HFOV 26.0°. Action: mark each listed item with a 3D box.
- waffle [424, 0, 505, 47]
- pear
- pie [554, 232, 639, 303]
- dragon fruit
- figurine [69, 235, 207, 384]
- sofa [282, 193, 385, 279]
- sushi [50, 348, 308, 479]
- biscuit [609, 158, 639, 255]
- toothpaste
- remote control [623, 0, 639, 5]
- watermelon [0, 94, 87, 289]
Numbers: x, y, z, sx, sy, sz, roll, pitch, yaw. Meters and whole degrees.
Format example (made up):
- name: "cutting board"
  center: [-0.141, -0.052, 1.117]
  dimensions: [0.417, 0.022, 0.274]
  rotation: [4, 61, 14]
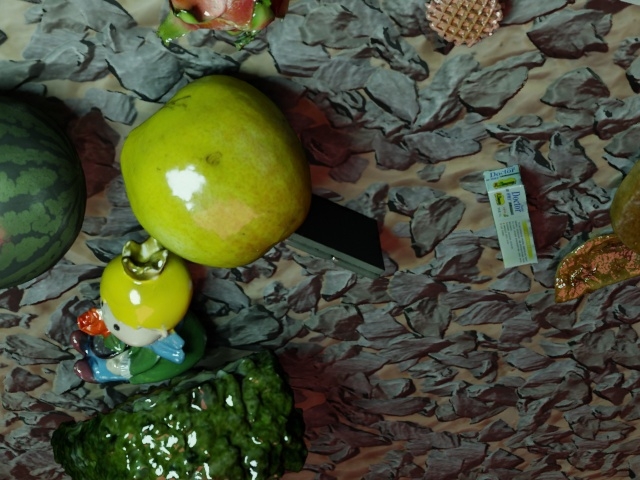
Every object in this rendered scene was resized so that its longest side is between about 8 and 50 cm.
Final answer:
- name: "waffle"
  center: [0.146, -0.232, 1.406]
  dimensions: [0.075, 0.029, 0.083]
  rotation: [-24, 137, 21]
- name: "pear"
  center: [-0.108, -0.066, 1.457]
  dimensions: [0.200, 0.200, 0.200]
  rotation: [-4, 142, -3]
- name: "pie"
  center: [0.383, 0.019, 1.760]
  dimensions: [0.191, 0.033, 0.088]
  rotation: [-16, 130, 0]
- name: "dragon fruit"
  center: [-0.092, -0.241, 1.287]
  dimensions: [0.137, 0.135, 0.236]
  rotation: [-6, 160, -10]
- name: "figurine"
  center: [-0.239, 0.089, 1.702]
  dimensions: [0.185, 0.127, 0.234]
  rotation: [-6, 154, 6]
- name: "sofa"
  center: [0.000, 0.000, 1.639]
  dimensions: [0.147, 0.085, 0.060]
  rotation: [22, 131, -32]
- name: "sushi"
  center: [-0.174, 0.264, 1.797]
  dimensions: [0.294, 0.178, 0.352]
  rotation: [-23, 179, -27]
- name: "biscuit"
  center: [0.488, -0.061, 1.652]
  dimensions: [0.273, 0.049, 0.257]
  rotation: [-35, 131, 30]
- name: "toothpaste"
  center: [0.233, -0.025, 1.680]
  dimensions: [0.046, 0.034, 0.164]
  rotation: [-12, 142, 8]
- name: "remote control"
  center: [0.422, -0.262, 1.400]
  dimensions: [0.250, 0.034, 0.103]
  rotation: [10, 140, -21]
- name: "watermelon"
  center: [-0.350, -0.048, 1.430]
  dimensions: [0.212, 0.212, 0.212]
  rotation: [-4, 142, -3]
